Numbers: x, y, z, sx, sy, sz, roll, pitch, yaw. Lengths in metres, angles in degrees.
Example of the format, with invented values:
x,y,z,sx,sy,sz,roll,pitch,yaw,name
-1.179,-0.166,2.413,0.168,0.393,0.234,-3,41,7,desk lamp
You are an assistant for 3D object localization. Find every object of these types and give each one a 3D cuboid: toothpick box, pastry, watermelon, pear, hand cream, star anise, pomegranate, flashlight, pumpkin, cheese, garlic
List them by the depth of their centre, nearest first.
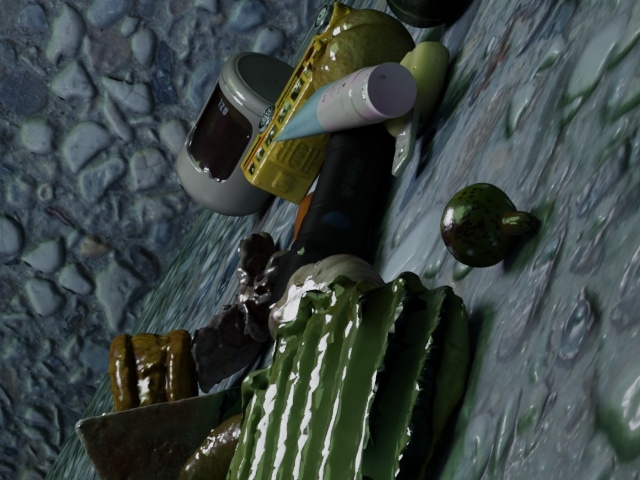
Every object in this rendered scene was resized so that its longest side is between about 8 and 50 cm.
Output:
x,y,z,sx,sy,sz,roll,pitch,yaw,name
0.142,-0.009,1.241,0.073,0.073,0.084,-61,34,8,pomegranate
0.018,0.087,1.489,0.159,0.102,0.147,2,75,57,garlic
0.024,-0.022,1.792,0.103,0.103,0.424,-54,11,39,flashlight
-0.195,0.260,1.794,0.262,0.201,0.213,-57,-5,-12,watermelon
0.116,-0.162,1.824,0.127,0.050,0.255,-54,14,32,cheese
0.028,-0.174,1.882,0.111,0.070,0.312,-50,15,-14,hand cream
0.151,-0.375,1.991,0.167,0.125,0.167,-58,-16,-28,pumpkin
0.063,-0.254,2.079,0.167,0.136,0.167,-53,15,21,pear
-0.115,0.106,2.107,0.257,0.110,0.198,-60,12,-9,star anise
-0.247,0.249,2.124,0.240,0.132,0.235,91,178,-87,pastry
-0.143,-0.184,2.789,0.316,0.229,0.229,-58,11,32,toothpick box

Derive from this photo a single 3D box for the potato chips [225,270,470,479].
x,y,z,sx,sy,sz,roll,pitch,yaw,name
-0.005,0.221,1.279,0.358,0.070,0.429,-35,37,51,potato chips

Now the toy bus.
x,y,z,sx,sy,sz,roll,pitch,yaw,name
-0.007,-0.229,2.429,0.335,0.121,0.123,-59,19,18,toy bus

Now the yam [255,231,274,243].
x,y,z,sx,sy,sz,roll,pitch,yaw,name
-0.093,0.035,2.361,0.046,0.046,0.264,-60,9,12,yam

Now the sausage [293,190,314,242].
x,y,z,sx,sy,sz,roll,pitch,yaw,name
0.000,0.000,1.905,0.076,0.076,0.197,-57,13,28,sausage

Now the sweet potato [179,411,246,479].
x,y,z,sx,sy,sz,roll,pitch,yaw,name
-0.095,0.263,1.624,0.310,0.098,0.124,-52,35,38,sweet potato
